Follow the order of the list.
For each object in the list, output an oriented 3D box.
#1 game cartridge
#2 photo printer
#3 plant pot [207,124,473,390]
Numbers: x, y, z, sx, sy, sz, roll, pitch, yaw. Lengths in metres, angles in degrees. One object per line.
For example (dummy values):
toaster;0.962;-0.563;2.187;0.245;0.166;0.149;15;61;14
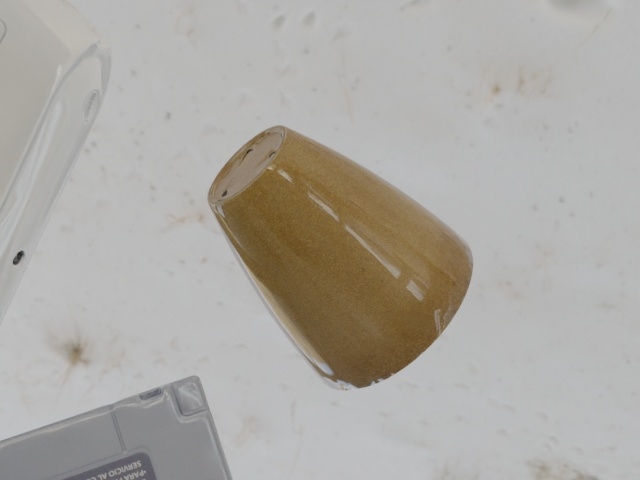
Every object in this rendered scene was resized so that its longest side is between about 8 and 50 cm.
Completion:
game cartridge;-0.189;0.225;0.612;0.294;0.196;0.060;-17;169;-13
photo printer;-0.301;-0.065;0.654;0.256;0.307;0.107;26;-175;6
plant pot;0.000;0.000;1.077;0.237;0.237;0.254;-24;122;40
